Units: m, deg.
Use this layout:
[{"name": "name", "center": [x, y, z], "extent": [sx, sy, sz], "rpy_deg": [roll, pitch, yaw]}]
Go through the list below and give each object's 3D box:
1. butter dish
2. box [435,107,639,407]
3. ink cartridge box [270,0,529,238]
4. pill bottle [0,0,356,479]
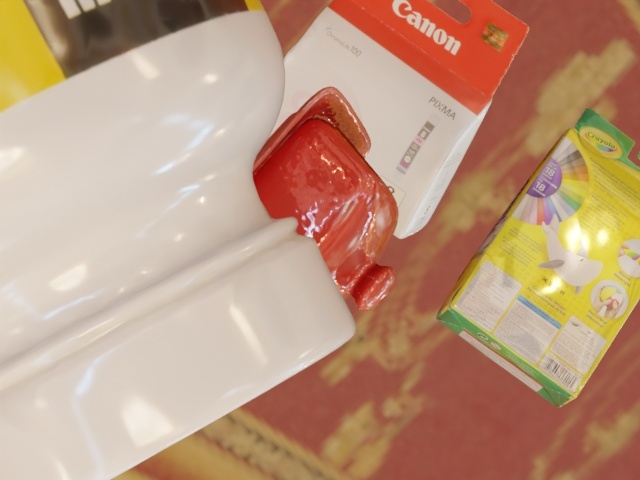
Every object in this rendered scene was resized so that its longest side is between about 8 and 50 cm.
[{"name": "butter dish", "center": [0.000, 0.000, 1.298], "extent": [0.160, 0.118, 0.160], "rpy_deg": [-47, 163, -2]}, {"name": "box", "center": [0.167, 0.008, 1.284], "extent": [0.179, 0.105, 0.043], "rpy_deg": [-53, 180, -18]}, {"name": "ink cartridge box", "center": [0.060, -0.147, 1.807], "extent": [0.066, 0.189, 0.232], "rpy_deg": [-30, 152, -51]}, {"name": "pill bottle", "center": [-0.129, -0.083, 0.612], "extent": [0.188, 0.334, 0.188], "rpy_deg": [-29, 180, 0]}]
